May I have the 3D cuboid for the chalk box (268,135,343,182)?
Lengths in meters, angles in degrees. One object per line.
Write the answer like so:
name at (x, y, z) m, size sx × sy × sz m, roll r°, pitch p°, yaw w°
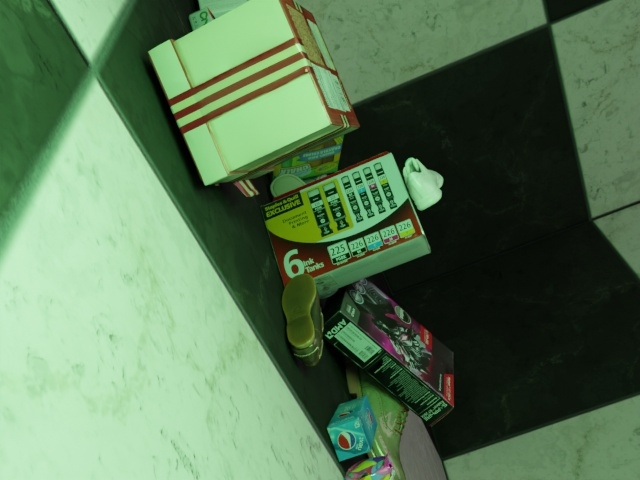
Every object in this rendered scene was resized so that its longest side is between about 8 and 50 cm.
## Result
chalk box at (-0.057, -0.263, 1.708) m, size 0.289 × 0.180 × 0.179 m, roll 97°, pitch -24°, yaw -63°

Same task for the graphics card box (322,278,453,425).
graphics card box at (0.170, 0.252, 1.682) m, size 0.371 × 0.094 × 0.233 m, roll 40°, pitch 26°, yaw -9°

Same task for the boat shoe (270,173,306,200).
boat shoe at (0.004, -0.027, 1.625) m, size 0.335 × 0.112 × 0.095 m, roll 48°, pitch -13°, yaw 24°

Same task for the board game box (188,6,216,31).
board game box at (-0.200, -0.343, 1.549) m, size 0.193 × 0.053 × 0.305 m, roll 44°, pitch 26°, yaw -74°

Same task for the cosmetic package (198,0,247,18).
cosmetic package at (-0.242, -0.595, 1.666) m, size 0.085 × 0.117 × 0.231 m, roll 85°, pitch -8°, yaw -55°

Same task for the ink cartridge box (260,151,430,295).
ink cartridge box at (0.043, -0.053, 1.493) m, size 0.130 × 0.309 × 0.272 m, roll 51°, pitch 18°, yaw -66°

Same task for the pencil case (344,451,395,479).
pencil case at (0.125, 0.524, 1.288) m, size 0.104 × 0.104 × 0.236 m, roll -14°, pitch 83°, yaw -82°

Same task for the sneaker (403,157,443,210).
sneaker at (0.210, -0.138, 1.464) m, size 0.094 × 0.080 × 0.212 m, roll 54°, pitch 12°, yaw -11°

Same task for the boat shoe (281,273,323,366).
boat shoe at (-0.032, 0.153, 1.324) m, size 0.207 × 0.073 × 0.073 m, roll -90°, pitch 160°, yaw -51°

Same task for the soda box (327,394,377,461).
soda box at (0.068, 0.377, 1.396) m, size 0.210 × 0.067 × 0.071 m, roll 5°, pitch 64°, yaw -81°

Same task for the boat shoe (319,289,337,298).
boat shoe at (0.000, 0.000, 1.747) m, size 0.335 × 0.121 × 0.119 m, roll -97°, pitch 168°, yaw -55°

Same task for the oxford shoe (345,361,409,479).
oxford shoe at (0.158, 0.427, 1.644) m, size 0.123 × 0.130 × 0.348 m, roll 58°, pitch 13°, yaw -53°

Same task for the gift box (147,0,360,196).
gift box at (-0.102, -0.224, 1.133) m, size 0.255 × 0.258 × 0.276 m, roll 69°, pitch 15°, yaw 3°

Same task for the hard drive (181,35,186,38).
hard drive at (-0.242, -0.321, 1.319) m, size 0.135 × 0.022 × 0.094 m, roll -102°, pitch 168°, yaw -48°

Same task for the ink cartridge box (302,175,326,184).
ink cartridge box at (-0.001, -0.133, 1.893) m, size 0.127 × 0.072 × 0.175 m, roll 24°, pitch -3°, yaw 44°
